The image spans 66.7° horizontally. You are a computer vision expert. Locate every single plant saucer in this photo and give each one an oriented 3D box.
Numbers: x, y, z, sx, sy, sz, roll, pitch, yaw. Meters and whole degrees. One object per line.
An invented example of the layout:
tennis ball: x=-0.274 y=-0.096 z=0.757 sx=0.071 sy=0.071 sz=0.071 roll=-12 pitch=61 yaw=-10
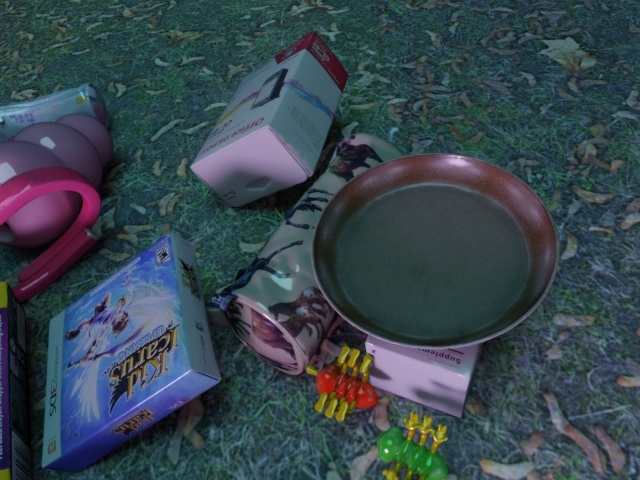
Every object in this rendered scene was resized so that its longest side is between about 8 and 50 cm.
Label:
plant saucer: x=0.143 y=0.008 z=0.644 sx=0.310 sy=0.050 sz=0.311 roll=-6 pitch=52 yaw=8

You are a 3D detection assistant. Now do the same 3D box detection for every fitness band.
fitness band: x=-0.503 y=0.001 z=0.830 sx=0.054 sy=0.209 sz=0.291 roll=39 pitch=78 yaw=19

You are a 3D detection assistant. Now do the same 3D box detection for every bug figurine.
bug figurine: x=0.027 y=0.285 z=0.589 sx=0.216 sy=0.072 sz=0.279 roll=21 pitch=69 yaw=29

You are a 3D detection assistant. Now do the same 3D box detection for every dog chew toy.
dog chew toy: x=-0.544 y=-0.141 z=0.980 sx=0.206 sy=0.207 sz=0.332 roll=7 pitch=44 yaw=15

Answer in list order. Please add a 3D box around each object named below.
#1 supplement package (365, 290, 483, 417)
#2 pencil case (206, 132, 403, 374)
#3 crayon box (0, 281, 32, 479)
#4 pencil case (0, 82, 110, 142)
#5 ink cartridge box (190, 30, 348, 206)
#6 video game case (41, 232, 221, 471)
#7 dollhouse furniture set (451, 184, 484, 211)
supplement package: x=0.171 y=0.096 z=0.695 sx=0.139 sy=0.134 sz=0.244 roll=15 pitch=55 yaw=22
pencil case: x=0.000 y=0.000 z=0.787 sx=0.183 sy=0.160 sz=0.410 roll=23 pitch=58 yaw=21
crayon box: x=-0.578 y=0.255 z=0.652 sx=0.312 sy=0.106 sz=0.363 roll=-13 pitch=52 yaw=-20
pencil case: x=-0.654 y=-0.293 z=1.164 sx=0.272 sy=0.124 sz=0.114 roll=-13 pitch=50 yaw=-3
ink cartridge box: x=-0.093 y=-0.239 z=0.966 sx=0.226 sy=0.131 sz=0.306 roll=-17 pitch=40 yaw=37
video game case: x=-0.284 y=0.155 z=0.707 sx=0.269 sy=0.061 sz=0.244 roll=-34 pitch=50 yaw=12
dollhouse furniture set: x=0.256 y=-0.067 z=0.806 sx=0.123 sy=0.151 sz=0.144 roll=-27 pitch=54 yaw=-13
